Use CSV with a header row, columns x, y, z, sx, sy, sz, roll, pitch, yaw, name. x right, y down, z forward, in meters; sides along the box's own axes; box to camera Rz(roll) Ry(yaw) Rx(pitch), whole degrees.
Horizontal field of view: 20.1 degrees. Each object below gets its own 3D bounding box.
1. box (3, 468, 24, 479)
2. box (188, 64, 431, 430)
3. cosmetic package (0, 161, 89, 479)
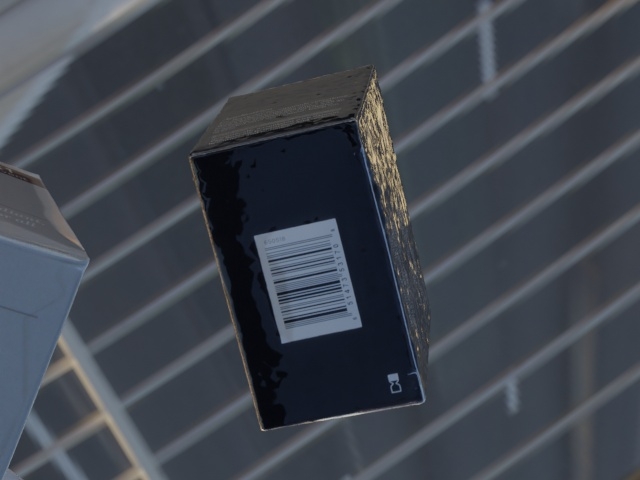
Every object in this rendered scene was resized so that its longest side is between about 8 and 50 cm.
x,y,z,sx,sy,sz,roll,pitch,yaw,name
-0.100,0.243,0.746,0.058,0.232,0.322,-13,149,16,box
0.000,0.000,0.988,0.093,0.156,0.158,-12,-166,9,box
-0.170,0.078,0.527,0.127,0.107,0.238,17,103,-22,cosmetic package
